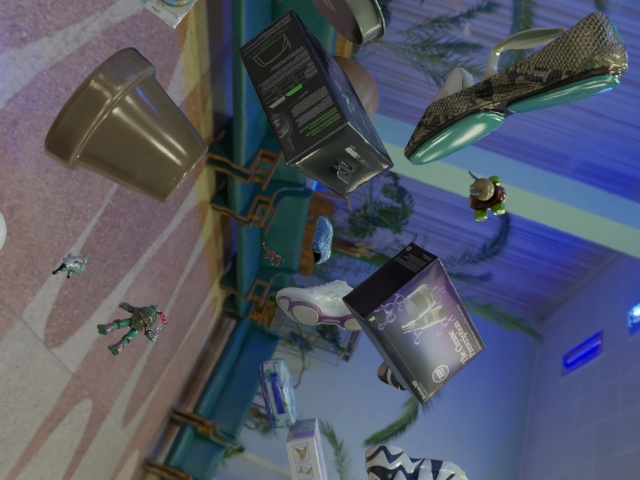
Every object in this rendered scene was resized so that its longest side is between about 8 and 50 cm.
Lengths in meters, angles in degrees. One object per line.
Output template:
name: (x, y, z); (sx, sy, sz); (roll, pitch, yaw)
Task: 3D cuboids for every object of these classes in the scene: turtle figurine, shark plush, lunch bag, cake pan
turtle figurine: (-0.622, 0.275, 1.688); (0.118, 0.175, 0.234); (-38, 179, 40)
shark plush: (-0.765, 0.087, 1.539); (0.161, 0.073, 0.067); (-135, -124, -78)
lunch bag: (-0.138, 0.496, 1.628); (0.176, 0.090, 0.219); (87, -11, -78)
cake pan: (0.032, -0.562, 1.127); (0.054, 0.293, 0.293); (-42, 177, 4)

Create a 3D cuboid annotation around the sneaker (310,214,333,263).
sneaker: (0.000, 0.000, 2.047); (0.082, 0.069, 0.209); (-27, 127, -48)

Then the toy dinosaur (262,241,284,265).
toy dinosaur: (-0.168, 0.056, 1.722); (0.047, 0.090, 0.082); (-47, -156, -13)

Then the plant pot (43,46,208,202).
plant pot: (-0.354, -0.200, 0.980); (0.263, 0.229, 0.263); (-46, -162, 19)

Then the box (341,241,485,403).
box: (0.190, 0.166, 0.991); (0.184, 0.261, 0.103); (-37, -152, -6)

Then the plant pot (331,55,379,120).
plant pot: (0.018, -0.308, 1.287); (0.237, 0.237, 0.254); (105, 1, -47)

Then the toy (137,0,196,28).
toy: (-0.381, -0.710, 1.337); (0.237, 0.137, 0.056); (-55, -173, -8)

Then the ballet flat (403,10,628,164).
ballet flat: (0.377, -0.321, 1.064); (0.482, 0.164, 0.182); (-19, -104, 44)

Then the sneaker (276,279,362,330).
sneaker: (0.011, 0.187, 1.537); (0.152, 0.305, 0.114); (-91, -159, -46)

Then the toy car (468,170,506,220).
toy car: (0.613, -0.188, 1.924); (0.149, 0.188, 0.155); (-22, -123, 37)

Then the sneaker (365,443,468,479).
sneaker: (0.191, 0.500, 0.959); (0.094, 0.235, 0.153); (-42, -151, 39)

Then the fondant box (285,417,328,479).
fondant box: (-0.028, 0.759, 1.567); (0.238, 0.096, 0.330); (79, -1, -84)

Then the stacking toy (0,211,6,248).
stacking toy: (-0.776, 0.123, 0.936); (0.480, 0.350, 0.350); (-57, 174, -7)

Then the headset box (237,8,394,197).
headset box: (0.003, -0.240, 0.954); (0.131, 0.283, 0.246); (-31, 160, 18)

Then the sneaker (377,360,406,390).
sneaker: (0.254, 0.288, 1.330); (0.271, 0.100, 0.108); (-32, -171, -29)
